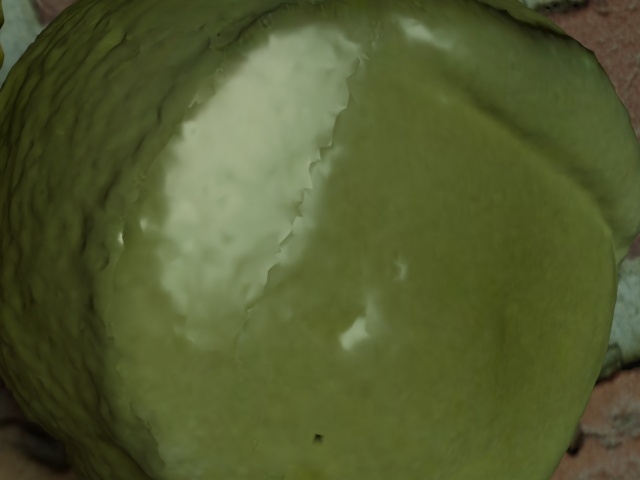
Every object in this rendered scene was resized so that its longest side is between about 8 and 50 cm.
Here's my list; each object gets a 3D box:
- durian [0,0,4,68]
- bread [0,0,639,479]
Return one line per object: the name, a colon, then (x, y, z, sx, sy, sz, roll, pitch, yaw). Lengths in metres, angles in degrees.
durian: (-0.217, -0.177, 0.565, 0.186, 0.154, 0.261, -12, 76, -12)
bread: (-0.006, 0.000, 0.591, 0.320, 0.237, 0.321, -1, 92, -29)
